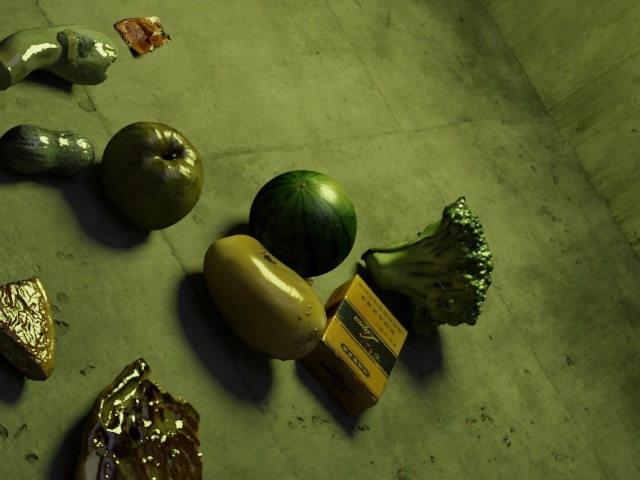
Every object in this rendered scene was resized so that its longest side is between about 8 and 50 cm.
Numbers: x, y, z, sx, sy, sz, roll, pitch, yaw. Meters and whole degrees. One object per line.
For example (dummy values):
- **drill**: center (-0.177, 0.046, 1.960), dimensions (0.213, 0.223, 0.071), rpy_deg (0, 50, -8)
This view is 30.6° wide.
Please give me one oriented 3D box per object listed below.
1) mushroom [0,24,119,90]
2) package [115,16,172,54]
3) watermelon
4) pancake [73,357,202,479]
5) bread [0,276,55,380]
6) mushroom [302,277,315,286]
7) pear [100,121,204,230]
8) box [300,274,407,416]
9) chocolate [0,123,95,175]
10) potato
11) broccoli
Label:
- **mushroom**: center (-0.423, -0.288, 1.830), dimensions (0.099, 0.096, 0.278), rpy_deg (18, 18, 28)
- **package**: center (-0.313, -0.374, 2.116), dimensions (0.111, 0.033, 0.077), rpy_deg (-29, 95, -55)
- **watermelon**: center (-0.029, -0.020, 2.038), dimensions (0.214, 0.188, 0.188), rpy_deg (87, 2, -46)
- **pancake**: center (-0.251, 0.261, 1.570), dimensions (0.257, 0.056, 0.212), rpy_deg (14, 56, -58)
- **bread**: center (-0.396, 0.095, 1.525), dimensions (0.154, 0.054, 0.136), rpy_deg (49, 32, -22)
- **mushroom**: center (0.000, 0.005, 2.207), dimensions (0.026, 0.028, 0.286), rpy_deg (10, 34, 7)
- **pear**: center (-0.260, -0.103, 1.826), dimensions (0.167, 0.137, 0.167), rpy_deg (29, 42, -30)
- **box**: center (0.061, 0.183, 2.074), dimensions (0.152, 0.070, 0.237), rpy_deg (50, 28, -10)
- **chocolate**: center (-0.402, -0.132, 1.721), dimensions (0.167, 0.072, 0.072), rpy_deg (5, 57, -56)
- **potato**: center (-0.095, 0.093, 1.871), dimensions (0.234, 0.146, 0.150), rpy_deg (41, -14, 0)
- **broccoli**: center (0.212, 0.056, 2.257), dimensions (0.248, 0.246, 0.288), rpy_deg (-118, -161, -67)
